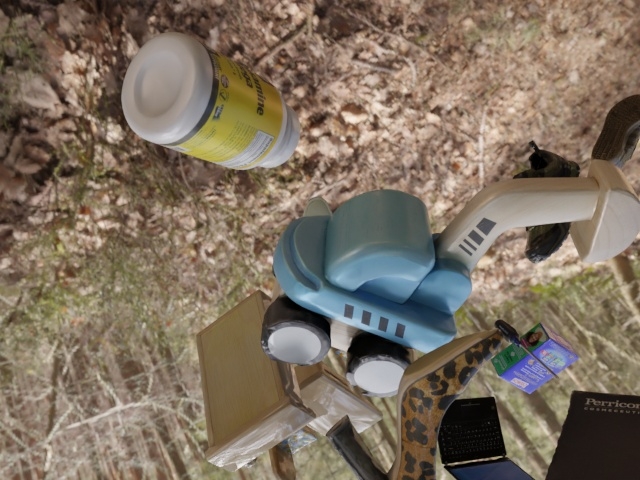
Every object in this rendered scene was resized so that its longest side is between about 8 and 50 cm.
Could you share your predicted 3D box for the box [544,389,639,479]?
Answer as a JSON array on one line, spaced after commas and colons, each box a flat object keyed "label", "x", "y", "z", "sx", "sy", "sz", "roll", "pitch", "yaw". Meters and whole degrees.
[{"label": "box", "x": 0.346, "y": 0.274, "z": 0.454, "sx": 0.312, "sy": 0.343, "sz": 0.179, "roll": -30, "pitch": 113, "yaw": -54}]

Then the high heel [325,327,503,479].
[{"label": "high heel", "x": 0.160, "y": 0.243, "z": 0.769, "sx": 0.261, "sy": 0.186, "sz": 0.093, "roll": -38, "pitch": 176, "yaw": 7}]

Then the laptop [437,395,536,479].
[{"label": "laptop", "x": 0.451, "y": 0.553, "z": 1.666, "sx": 0.234, "sy": 0.264, "sz": 0.136, "roll": 4, "pitch": 157, "yaw": -28}]

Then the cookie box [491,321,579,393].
[{"label": "cookie box", "x": 0.356, "y": 0.197, "z": 1.025, "sx": 0.091, "sy": 0.040, "sz": 0.107, "roll": 31, "pitch": 116, "yaw": -31}]

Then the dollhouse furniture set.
[{"label": "dollhouse furniture set", "x": -0.024, "y": 0.309, "z": 1.131, "sx": 0.362, "sy": 0.256, "sz": 0.394, "roll": -36, "pitch": 130, "yaw": 14}]

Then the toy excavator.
[{"label": "toy excavator", "x": 0.169, "y": 0.022, "z": 0.913, "sx": 0.432, "sy": 0.222, "sz": 0.445, "roll": 21, "pitch": 128, "yaw": -12}]

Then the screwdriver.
[{"label": "screwdriver", "x": 0.313, "y": 0.169, "z": 0.948, "sx": 0.025, "sy": 0.170, "sz": 0.024, "roll": -28, "pitch": 115, "yaw": 2}]

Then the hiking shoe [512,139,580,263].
[{"label": "hiking shoe", "x": 0.377, "y": -0.066, "z": 1.084, "sx": 0.114, "sy": 0.227, "sz": 0.086, "roll": 28, "pitch": 151, "yaw": -9}]

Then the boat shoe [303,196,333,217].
[{"label": "boat shoe", "x": 0.000, "y": 0.000, "z": 1.509, "sx": 0.084, "sy": 0.079, "sz": 0.233, "roll": -12, "pitch": 113, "yaw": -3}]

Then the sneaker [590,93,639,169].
[{"label": "sneaker", "x": 0.550, "y": -0.187, "z": 1.129, "sx": 0.188, "sy": 0.066, "sz": 0.071, "roll": -49, "pitch": 136, "yaw": -17}]

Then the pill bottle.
[{"label": "pill bottle", "x": -0.183, "y": -0.238, "z": 1.148, "sx": 0.188, "sy": 0.188, "sz": 0.334, "roll": -44, "pitch": 155, "yaw": 18}]
